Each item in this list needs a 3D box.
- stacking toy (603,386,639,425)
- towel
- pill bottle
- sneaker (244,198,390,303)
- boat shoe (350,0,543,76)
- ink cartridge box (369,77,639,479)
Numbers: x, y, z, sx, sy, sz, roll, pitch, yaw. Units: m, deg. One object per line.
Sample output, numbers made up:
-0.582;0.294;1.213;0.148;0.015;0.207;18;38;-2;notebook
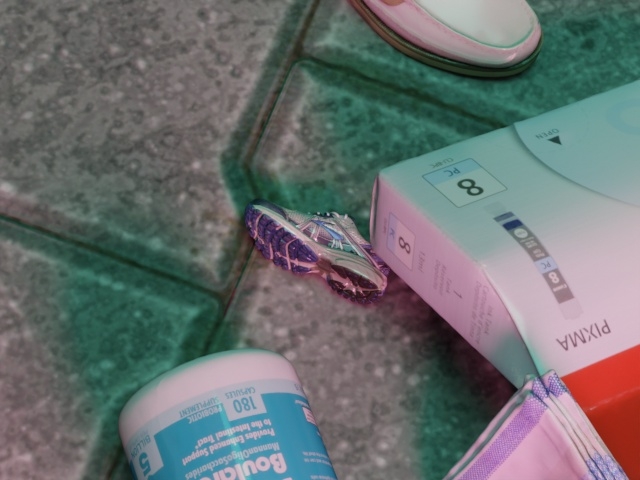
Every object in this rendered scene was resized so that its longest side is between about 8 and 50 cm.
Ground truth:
0.354;0.129;1.582;0.330;0.141;0.141;-20;67;-20;stacking toy
0.191;0.257;1.448;0.034;0.209;0.285;-18;67;-32;towel
-0.046;0.224;1.470;0.146;0.146;0.264;-16;66;-15;pill bottle
0.000;0.000;1.652;0.135;0.052;0.058;31;53;1;sneaker
0.071;-0.258;1.756;0.302;0.103;0.113;35;64;11;boat shoe
0.270;0.029;1.539;0.308;0.091;0.385;-19;42;-28;ink cartridge box
